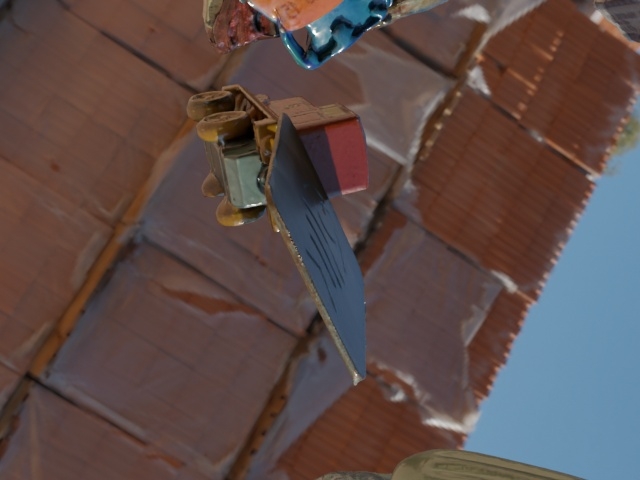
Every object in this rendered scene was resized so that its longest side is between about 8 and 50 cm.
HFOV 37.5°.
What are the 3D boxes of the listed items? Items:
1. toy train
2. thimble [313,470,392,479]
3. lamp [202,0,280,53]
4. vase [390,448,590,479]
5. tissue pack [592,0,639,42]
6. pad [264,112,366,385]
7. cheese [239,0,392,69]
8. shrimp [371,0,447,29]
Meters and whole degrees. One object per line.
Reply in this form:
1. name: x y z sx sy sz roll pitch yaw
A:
1. toy train: -0.067 -0.135 1.410 0.369 0.232 0.163 -128 -151 -67
2. thimble: 0.062 0.465 1.396 0.205 0.172 0.250 33 -68 64
3. lamp: -0.127 -0.317 0.931 0.215 0.151 0.223 99 -28 -51
4. vase: 0.191 0.271 0.911 0.128 0.248 0.128 0 90 -68
5. tissue pack: 0.571 -0.415 1.313 0.288 0.124 0.394 -51 -168 6
6. pad: 0.000 0.000 1.200 0.018 0.286 0.284 -19 -154 12
7. cheese: -0.052 -0.273 0.757 0.217 0.329 0.129 -37 -137 8
8. shrimp: 0.124 -0.321 1.222 0.251 0.052 0.143 -27 -167 -30
